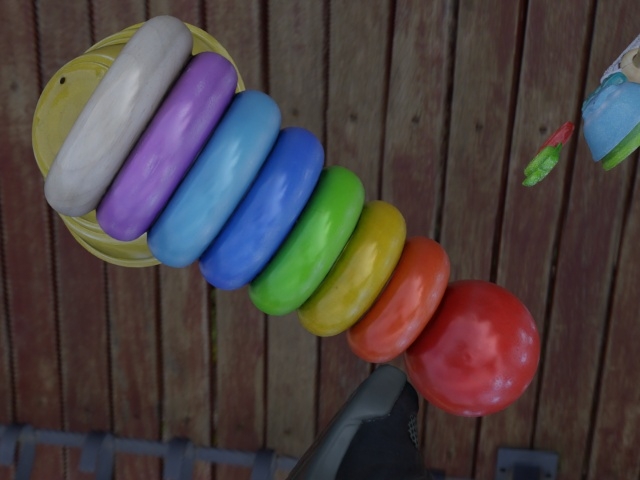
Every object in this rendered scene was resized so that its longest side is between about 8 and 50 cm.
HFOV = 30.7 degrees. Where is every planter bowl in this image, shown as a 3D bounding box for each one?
[{"bbox_3d":[-0.173,-0.090,0.971,0.217,0.090,0.217,-5,81,30],"label":"planter bowl"}]

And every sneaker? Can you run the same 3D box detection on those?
[{"bbox_3d":[0.037,0.157,0.577,0.130,0.227,0.087,33,117,-5],"label":"sneaker"}]

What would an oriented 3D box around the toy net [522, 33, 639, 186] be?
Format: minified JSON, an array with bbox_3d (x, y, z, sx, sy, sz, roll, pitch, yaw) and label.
[{"bbox_3d":[0.234,-0.109,0.911,0.045,0.232,0.122,42,129,2],"label":"toy net"}]

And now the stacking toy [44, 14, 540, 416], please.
[{"bbox_3d":[0.000,0.000,0.743,0.330,0.141,0.141,32,115,-9],"label":"stacking toy"}]
